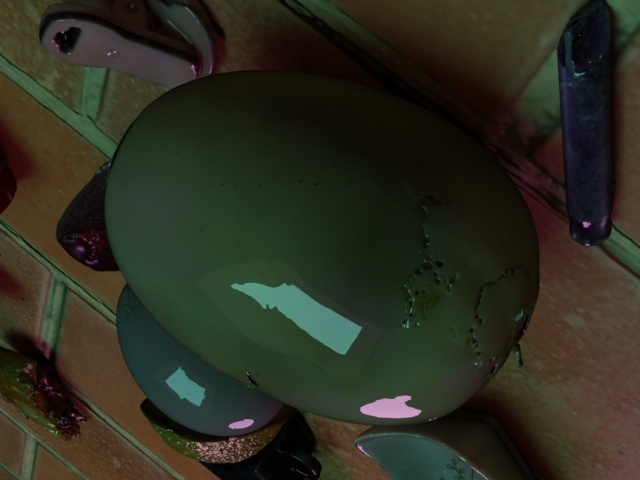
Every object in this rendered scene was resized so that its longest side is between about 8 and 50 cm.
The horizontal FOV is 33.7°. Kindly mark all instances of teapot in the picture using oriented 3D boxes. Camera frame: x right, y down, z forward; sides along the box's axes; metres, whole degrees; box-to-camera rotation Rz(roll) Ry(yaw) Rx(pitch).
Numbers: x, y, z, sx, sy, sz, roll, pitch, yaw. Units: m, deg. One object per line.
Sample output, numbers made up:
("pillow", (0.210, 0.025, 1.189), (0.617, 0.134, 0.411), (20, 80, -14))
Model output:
("teapot", (-0.061, 0.255, 1.229), (0.177, 0.087, 0.096), (-6, 131, 49))

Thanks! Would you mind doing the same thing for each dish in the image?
("dish", (0.147, 0.238, 0.998), (0.151, 0.077, 0.212), (-5, 127, 51))

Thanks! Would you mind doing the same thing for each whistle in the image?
("whistle", (0.165, -0.066, 0.653), (0.033, 0.033, 0.176), (18, 142, 31))

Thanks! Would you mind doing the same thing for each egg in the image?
("egg", (-0.116, 0.104, 1.043), (0.199, 0.146, 0.146), (47, 150, 15))

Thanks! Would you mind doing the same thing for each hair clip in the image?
("hair clip", (-0.145, -0.184, 0.836), (0.138, 0.102, 0.123), (13, 155, -18))

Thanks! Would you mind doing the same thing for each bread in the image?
("bread", (-0.129, 0.187, 1.142), (0.149, 0.187, 0.065), (31, 111, 31))

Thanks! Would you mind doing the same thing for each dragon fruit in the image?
("dragon fruit", (-0.167, -0.030, 1.002), (0.147, 0.096, 0.102), (-5, 145, 10))

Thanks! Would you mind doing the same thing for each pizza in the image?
("pizza", (-0.415, 0.226, 1.578), (0.154, 0.069, 0.194), (0, 137, 46))

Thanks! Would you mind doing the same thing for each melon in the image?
("melon", (0.000, 0.000, 0.724), (0.317, 0.223, 0.223), (27, 145, 23))

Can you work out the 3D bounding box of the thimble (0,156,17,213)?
("thimble", (-0.430, -0.058, 1.159), (0.125, 0.163, 0.189), (55, 159, -22))
